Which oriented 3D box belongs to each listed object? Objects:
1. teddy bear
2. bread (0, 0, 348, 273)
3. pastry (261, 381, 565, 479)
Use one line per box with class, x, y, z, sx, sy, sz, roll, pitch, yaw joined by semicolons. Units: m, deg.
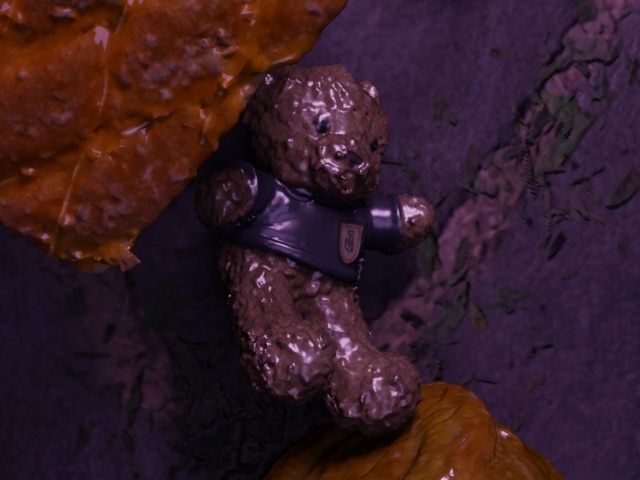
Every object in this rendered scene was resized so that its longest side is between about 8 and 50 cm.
teddy bear;-0.015;0.004;1.325;0.182;0.129;0.251;15;73;-45
bread;-0.156;-0.175;1.187;0.279;0.207;0.279;35;114;-14
pastry;0.055;0.212;1.322;0.240;0.235;0.132;-28;111;23
